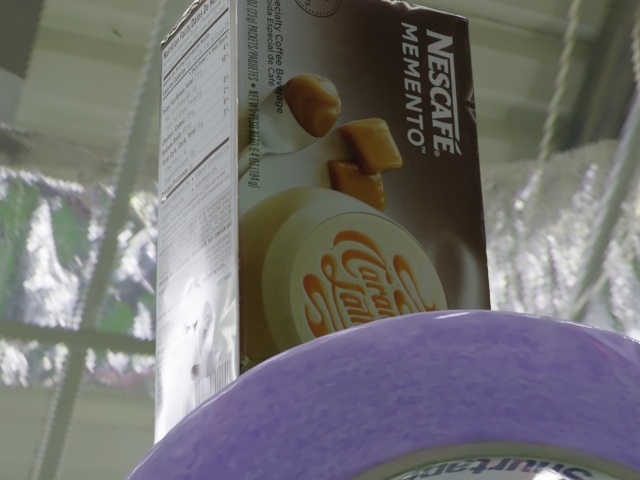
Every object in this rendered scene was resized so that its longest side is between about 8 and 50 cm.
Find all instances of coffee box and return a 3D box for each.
[{"bbox_3d":[0.000,0.000,0.803,0.141,0.098,0.246,12,-118,-26],"label":"coffee box"}]

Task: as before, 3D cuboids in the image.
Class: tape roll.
[{"bbox_3d":[0.032,0.114,0.319,0.189,0.189,0.080,-10,-27,-19],"label":"tape roll"}]
